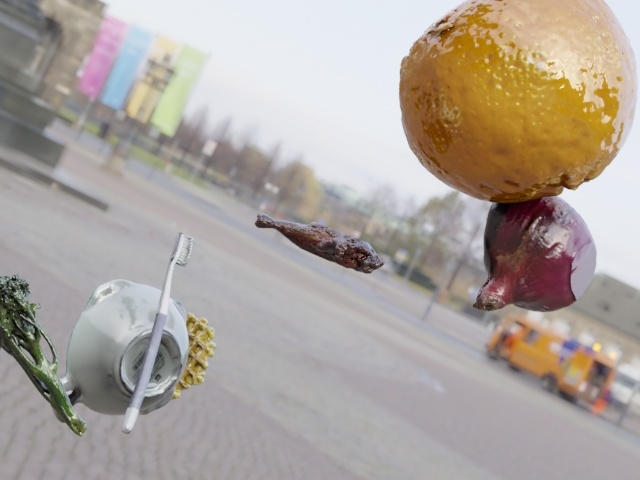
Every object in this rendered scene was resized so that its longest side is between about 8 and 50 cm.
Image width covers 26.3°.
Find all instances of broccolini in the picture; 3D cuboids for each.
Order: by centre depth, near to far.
[{"bbox_3d":[-0.312,0.127,1.519,0.074,0.058,0.201,-11,-62,42],"label":"broccolini"}]

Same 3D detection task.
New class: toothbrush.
[{"bbox_3d":[-0.209,0.117,1.764,0.026,0.288,0.024,17,-29,-5],"label":"toothbrush"}]

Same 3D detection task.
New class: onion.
[{"bbox_3d":[0.312,0.037,2.031,0.139,0.218,0.195,19,-41,35],"label":"onion"}]

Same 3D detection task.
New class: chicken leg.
[{"bbox_3d":[0.004,0.002,2.103,0.219,0.048,0.089,23,-5,29],"label":"chicken leg"}]

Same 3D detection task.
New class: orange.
[{"bbox_3d":[0.282,-0.199,1.932,0.293,0.340,0.340,66,9,10],"label":"orange"}]

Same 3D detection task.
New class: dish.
[{"bbox_3d":[-0.271,0.173,1.954,0.078,0.246,0.224,20,-42,51],"label":"dish"}]

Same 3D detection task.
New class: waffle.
[{"bbox_3d":[-0.287,0.223,2.666,0.191,0.191,0.038,26,-13,31],"label":"waffle"}]
